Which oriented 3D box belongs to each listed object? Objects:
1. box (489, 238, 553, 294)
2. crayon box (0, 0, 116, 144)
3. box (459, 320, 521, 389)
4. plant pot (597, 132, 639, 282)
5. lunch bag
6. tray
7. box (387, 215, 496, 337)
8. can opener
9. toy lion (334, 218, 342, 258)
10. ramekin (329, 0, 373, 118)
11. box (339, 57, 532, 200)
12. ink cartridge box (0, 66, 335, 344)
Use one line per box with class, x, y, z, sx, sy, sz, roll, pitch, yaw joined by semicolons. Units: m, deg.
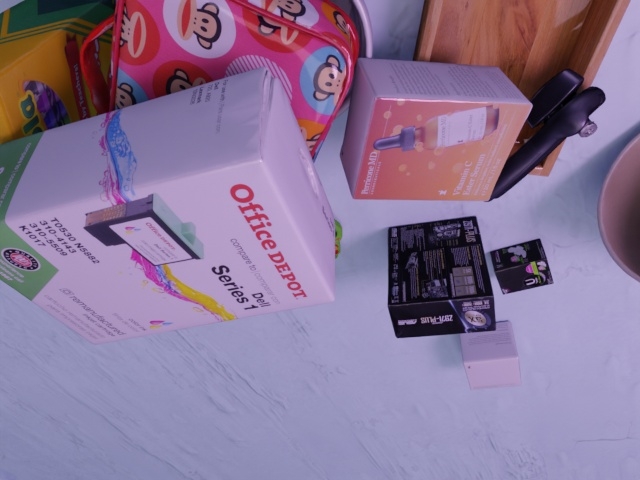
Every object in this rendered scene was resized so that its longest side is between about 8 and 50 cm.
box;0.335;0.045;0.822;0.083;0.052;0.062;-16;126;22
crayon box;-0.318;-0.141;0.564;0.081;0.318;0.202;9;133;0
box;0.332;0.226;0.962;0.101;0.087;0.102;-11;129;17
plant pot;0.557;-0.014;0.634;0.274;0.256;0.256;21;133;-31
lunch bag;-0.121;-0.141;0.525;0.258;0.120;0.293;21;132;-11
tray;0.221;-0.270;0.542;0.202;0.076;0.411;7;133;1
box;0.182;0.054;0.765;0.147;0.180;0.077;-8;129;14
can opener;0.263;-0.114;0.600;0.059;0.073;0.186;-12;148;-36
toy lion;0.000;0.000;0.845;0.096;0.034;0.100;33;128;-30
ramekin;-0.041;-0.243;0.577;0.207;0.109;0.207;4;133;4
box;0.119;-0.121;0.555;0.170;0.091;0.130;-1;134;-11
ink cartridge box;-0.141;-0.014;0.464;0.278;0.117;0.201;-12;140;12
